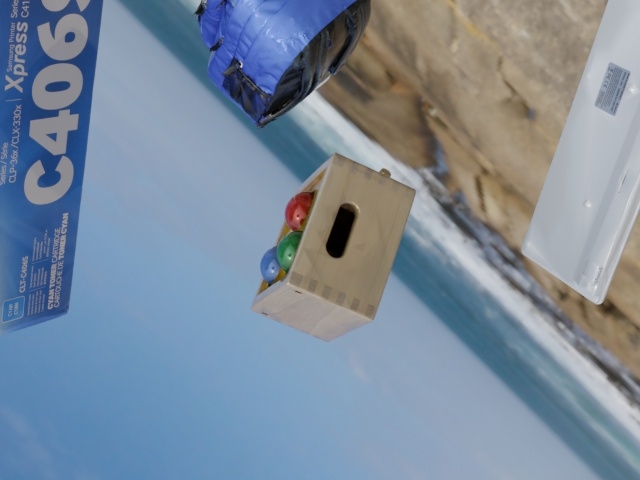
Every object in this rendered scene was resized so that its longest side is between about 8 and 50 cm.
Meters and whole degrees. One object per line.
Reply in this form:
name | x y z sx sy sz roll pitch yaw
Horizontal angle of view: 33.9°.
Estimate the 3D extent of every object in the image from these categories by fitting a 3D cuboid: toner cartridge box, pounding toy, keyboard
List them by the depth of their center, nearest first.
keyboard | 0.183 -0.087 0.628 0.014 0.256 0.072 -3 -149 -33
toner cartridge box | -0.281 -0.082 0.880 0.075 0.348 0.165 29 -151 33
pounding toy | 0.001 -0.007 0.983 0.094 0.181 0.206 24 160 -11

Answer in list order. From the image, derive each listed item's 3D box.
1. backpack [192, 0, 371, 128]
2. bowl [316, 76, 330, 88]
backpack | -0.029 -0.145 0.700 0.101 0.098 0.120 43 159 -3
bowl | -0.039 -0.221 1.318 0.080 0.170 0.170 60 -178 2
